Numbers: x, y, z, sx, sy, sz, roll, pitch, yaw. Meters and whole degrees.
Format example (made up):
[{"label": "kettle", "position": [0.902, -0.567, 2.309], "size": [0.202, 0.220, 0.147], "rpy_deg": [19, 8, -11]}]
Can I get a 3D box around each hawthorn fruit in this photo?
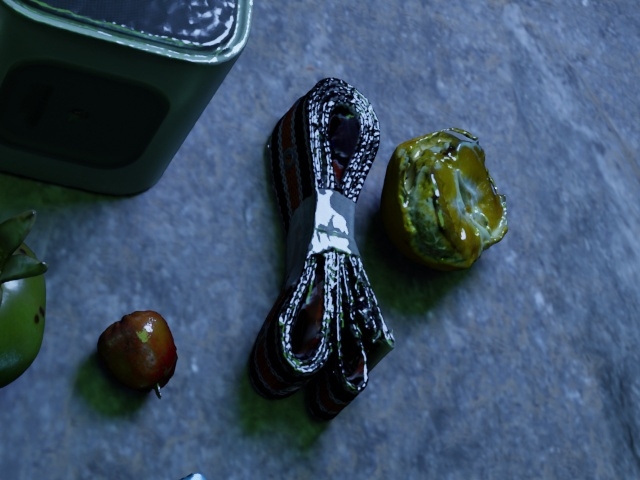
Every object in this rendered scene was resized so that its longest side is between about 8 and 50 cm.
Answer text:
[{"label": "hawthorn fruit", "position": [-0.166, 0.102, 1.414], "size": [0.077, 0.077, 0.077], "rpy_deg": [12, 59, -20]}]

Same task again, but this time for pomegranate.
[{"label": "pomegranate", "position": [-0.306, 0.042, 1.285], "size": [0.182, 0.224, 0.181], "rpy_deg": [17, 57, -27]}]

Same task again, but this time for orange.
[{"label": "orange", "position": [0.120, -0.039, 1.597], "size": [0.170, 0.112, 0.160], "rpy_deg": [26, 58, -35]}]

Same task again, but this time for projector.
[{"label": "projector", "position": [-0.220, -0.217, 1.452], "size": [0.248, 0.249, 0.248], "rpy_deg": [13, 57, -20]}]

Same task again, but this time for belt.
[{"label": "belt", "position": [0.000, 0.000, 1.534], "size": [0.126, 0.094, 0.359], "rpy_deg": [10, 59, -19]}]

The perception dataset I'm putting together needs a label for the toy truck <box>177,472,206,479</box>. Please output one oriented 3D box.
[{"label": "toy truck", "position": [-0.231, 0.330, 1.199], "size": [0.385, 0.162, 0.161], "rpy_deg": [-24, 76, -32]}]
